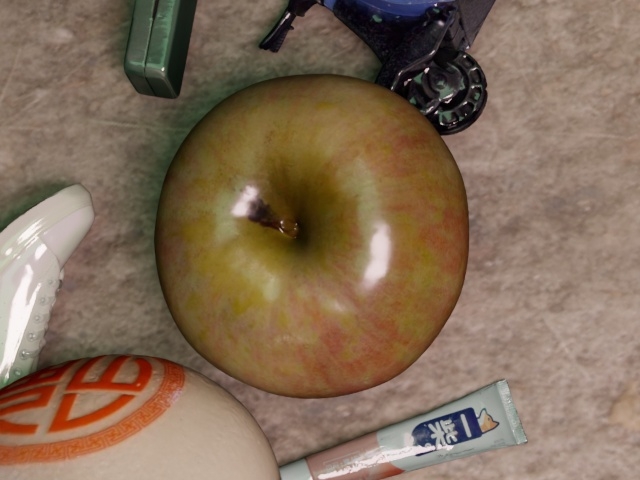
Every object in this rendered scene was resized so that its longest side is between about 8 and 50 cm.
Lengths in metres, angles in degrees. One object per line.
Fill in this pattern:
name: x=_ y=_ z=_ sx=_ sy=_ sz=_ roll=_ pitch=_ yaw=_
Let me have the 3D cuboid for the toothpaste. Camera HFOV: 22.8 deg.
toothpaste: x=0.067 y=0.173 z=1.316 sx=0.205 sy=0.036 sz=0.056 roll=-17 pitch=78 yaw=-3

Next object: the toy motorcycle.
toy motorcycle: x=0.097 y=-0.260 z=1.365 sx=0.213 sy=0.125 sz=0.358 roll=23 pitch=79 yaw=18

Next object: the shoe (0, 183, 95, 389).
shoe: x=-0.264 y=0.077 z=1.339 sx=0.110 sy=0.095 sz=0.265 roll=44 pitch=90 yaw=6

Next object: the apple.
apple: x=0.000 y=0.000 z=1.249 sx=0.257 sy=0.234 sz=0.257 roll=-3 pitch=79 yaw=18

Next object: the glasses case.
glasses case: x=-0.133 y=-0.222 z=1.392 sx=0.039 sy=0.078 sz=0.184 roll=8 pitch=79 yaw=6

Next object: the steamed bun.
steamed bun: x=-0.174 y=0.184 z=1.202 sx=0.283 sy=0.283 sz=0.177 roll=-12 pitch=108 yaw=2
